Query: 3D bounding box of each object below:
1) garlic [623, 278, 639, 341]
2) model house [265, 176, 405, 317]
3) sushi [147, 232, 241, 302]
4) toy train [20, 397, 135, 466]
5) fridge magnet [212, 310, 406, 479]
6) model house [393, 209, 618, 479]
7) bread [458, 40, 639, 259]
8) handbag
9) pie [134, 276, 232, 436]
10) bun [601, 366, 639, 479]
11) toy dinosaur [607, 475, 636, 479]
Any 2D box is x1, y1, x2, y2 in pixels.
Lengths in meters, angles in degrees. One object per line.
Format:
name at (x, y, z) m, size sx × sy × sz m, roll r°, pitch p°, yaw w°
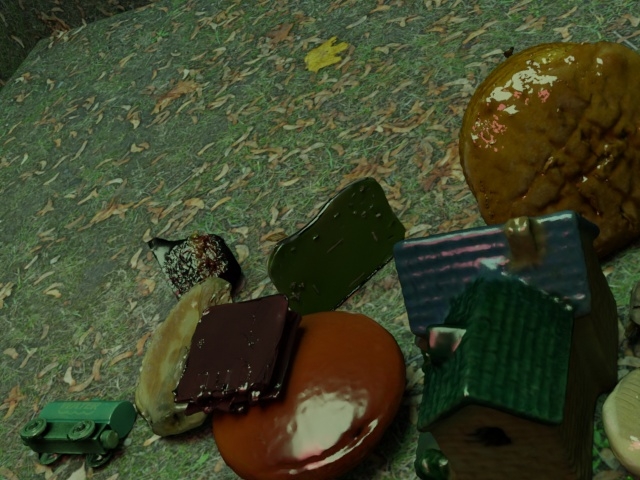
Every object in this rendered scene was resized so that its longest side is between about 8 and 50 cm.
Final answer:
garlic at (0.567, 0.114, 1.429) m, size 0.194 × 0.127 × 0.131 m, roll 19°, pitch 53°, yaw 24°
model house at (0.001, 0.000, 1.885) m, size 0.294 × 0.207 × 0.154 m, roll -41°, pitch 34°, yaw -12°
sushi at (-0.261, 0.064, 2.047) m, size 0.150 × 0.153 × 0.172 m, roll -30°, pitch 45°, yaw -4°
toy train at (-0.495, 0.380, 1.900) m, size 0.248 × 0.101 × 0.159 m, roll -6°, pitch 30°, yaw 29°
fridge magnet at (-0.018, 0.275, 1.617) m, size 0.363 × 0.155 × 0.364 m, roll -19°, pitch 38°, yaw 16°
model house at (0.257, 0.154, 1.406) m, size 0.334 × 0.343 × 0.382 m, roll -10°, pitch 42°, yaw 25°
bread at (0.425, -0.151, 1.623) m, size 0.398 × 0.398 × 0.215 m, roll -29°, pitch 23°, yaw 4°
handbag at (-0.140, 0.201, 1.607) m, size 0.203 × 0.074 × 0.216 m, roll -16°, pitch 41°, yaw 29°
pie at (-0.264, 0.229, 1.847) m, size 0.337 × 0.075 × 0.338 m, roll -39°, pitch 37°, yaw 36°
bun at (0.508, 0.261, 1.291) m, size 0.237 × 0.116 × 0.210 m, roll -31°, pitch 31°, yaw -25°
toy dinosaur at (0.402, 0.418, 1.194) m, size 0.194 × 0.152 × 0.177 m, roll 18°, pitch 46°, yaw -4°
